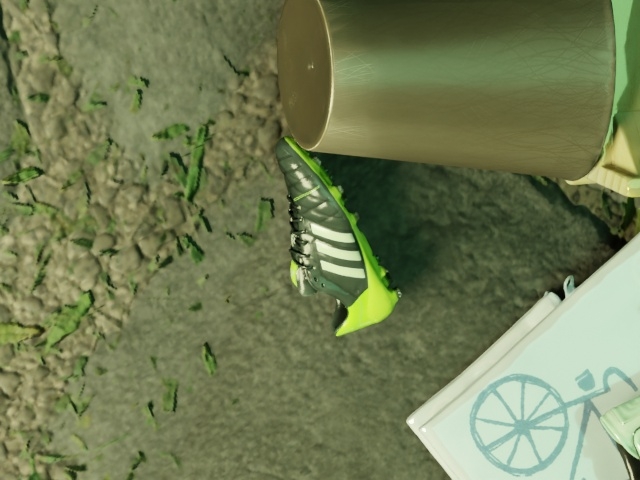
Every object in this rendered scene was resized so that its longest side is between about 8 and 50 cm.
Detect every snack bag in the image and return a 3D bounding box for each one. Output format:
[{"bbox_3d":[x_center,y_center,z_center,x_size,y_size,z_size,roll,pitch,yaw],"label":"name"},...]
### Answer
[{"bbox_3d":[0.297,0.165,1.512,0.342,0.037,0.323,-42,101,-7],"label":"snack bag"}]

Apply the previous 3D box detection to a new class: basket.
[{"bbox_3d":[0.092,-0.141,1.327,0.226,0.154,0.204,-4,99,-20],"label":"basket"}]

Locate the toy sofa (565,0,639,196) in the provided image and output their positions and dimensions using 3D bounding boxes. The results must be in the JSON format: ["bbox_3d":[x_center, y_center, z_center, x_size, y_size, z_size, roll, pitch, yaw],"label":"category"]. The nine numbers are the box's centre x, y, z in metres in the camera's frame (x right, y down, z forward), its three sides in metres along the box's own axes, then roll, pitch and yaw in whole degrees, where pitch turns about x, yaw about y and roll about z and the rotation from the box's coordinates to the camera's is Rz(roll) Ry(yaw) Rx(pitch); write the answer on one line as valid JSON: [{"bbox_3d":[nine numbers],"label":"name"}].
[{"bbox_3d":[0.272,-0.223,1.364,0.150,0.177,0.363,-5,104,-18],"label":"toy sofa"}]

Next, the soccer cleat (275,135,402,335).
[{"bbox_3d":[0.000,0.000,1.369,0.072,0.060,0.179,-30,114,-1],"label":"soccer cleat"}]

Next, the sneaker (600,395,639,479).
[{"bbox_3d":[0.312,0.110,1.446,0.151,0.094,0.256,-5,93,-9],"label":"sneaker"}]
